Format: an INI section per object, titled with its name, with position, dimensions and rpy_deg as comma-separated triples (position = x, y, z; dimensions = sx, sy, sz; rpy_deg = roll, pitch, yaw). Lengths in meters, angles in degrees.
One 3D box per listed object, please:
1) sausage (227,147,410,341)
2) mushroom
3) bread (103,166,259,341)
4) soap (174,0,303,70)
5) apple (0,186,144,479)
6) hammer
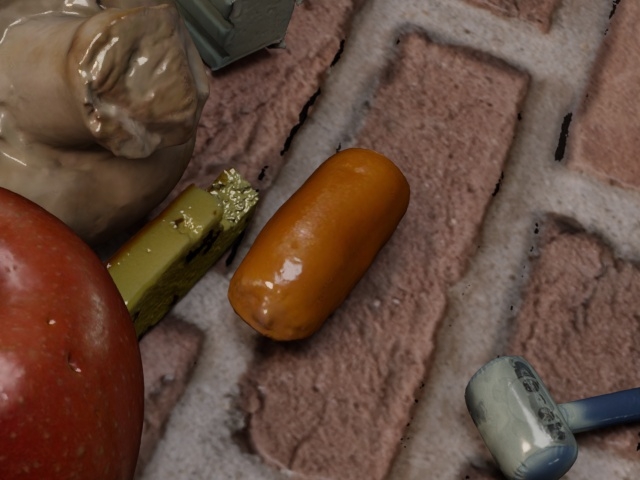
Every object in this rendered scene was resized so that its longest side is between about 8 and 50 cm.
[sausage]
position = 0.000, 0.000, 1.636
dimensions = 0.098, 0.098, 0.238
rpy_deg = 30, 48, 10
[mushroom]
position = -0.224, -0.137, 1.531
dimensions = 0.297, 0.290, 0.298
rpy_deg = 3, 84, -29
[bread]
position = -0.127, 0.011, 1.592
dimensions = 0.049, 0.088, 0.226
rpy_deg = 32, 51, 14
[soap]
position = -0.128, -0.296, 1.808
dimensions = 0.094, 0.150, 0.261
rpy_deg = -29, 64, -30
[apple]
position = -0.296, 0.123, 1.322
dimensions = 0.348, 0.277, 0.349
rpy_deg = 9, 49, -10
[hammer]
position = 0.222, 0.148, 1.598
dimensions = 0.193, 0.069, 0.116
rpy_deg = -7, 52, -31
